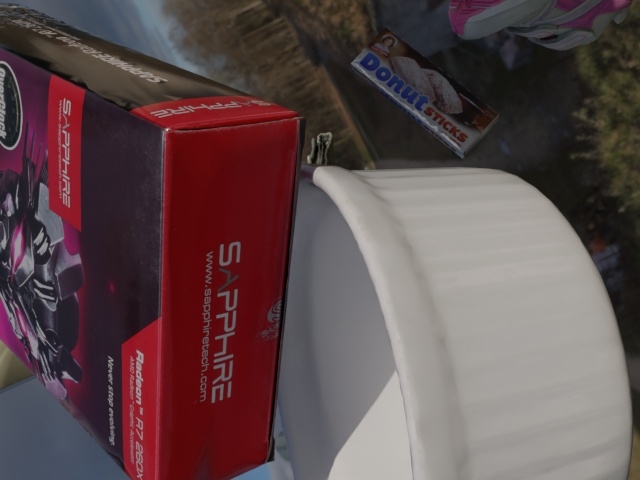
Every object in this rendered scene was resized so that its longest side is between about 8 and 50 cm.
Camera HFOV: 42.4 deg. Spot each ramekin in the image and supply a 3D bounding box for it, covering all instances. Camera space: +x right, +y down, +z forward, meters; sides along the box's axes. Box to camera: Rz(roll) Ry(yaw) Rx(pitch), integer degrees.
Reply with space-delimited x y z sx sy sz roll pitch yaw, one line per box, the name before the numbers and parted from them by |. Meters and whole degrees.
ramekin | 0.064 0.084 0.511 0.277 0.135 0.277 172 90 -73

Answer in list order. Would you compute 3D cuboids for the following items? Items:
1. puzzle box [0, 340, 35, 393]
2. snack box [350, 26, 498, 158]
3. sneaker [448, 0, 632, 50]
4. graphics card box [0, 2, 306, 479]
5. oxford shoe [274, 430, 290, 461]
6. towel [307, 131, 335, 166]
puzzle box | -0.435 -0.014 1.085 0.272 0.052 0.409 -22 -98 -58
snack box | 0.122 -0.177 0.981 0.178 0.064 0.022 42 176 16
sneaker | 0.260 -0.259 0.916 0.103 0.252 0.111 -132 25 -55
graphics card box | -0.169 -0.020 0.572 0.371 0.094 0.233 30 123 42
oxford shoe | 0.136 0.139 1.016 0.130 0.449 0.169 64 163 5
towel | 0.000 0.000 1.450 0.312 0.056 0.324 -80 -13 -64
